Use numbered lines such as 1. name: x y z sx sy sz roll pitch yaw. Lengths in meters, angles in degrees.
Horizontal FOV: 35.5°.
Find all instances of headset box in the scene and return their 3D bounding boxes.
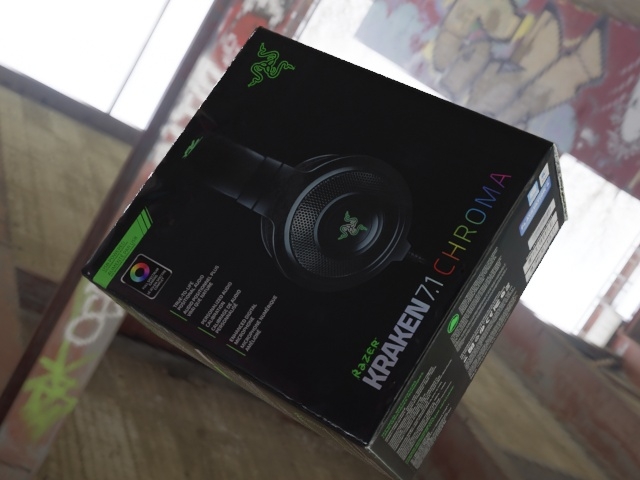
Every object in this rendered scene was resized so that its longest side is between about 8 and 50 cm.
1. headset box: 0.000 0.000 0.758 0.283 0.246 0.131 28 166 27
